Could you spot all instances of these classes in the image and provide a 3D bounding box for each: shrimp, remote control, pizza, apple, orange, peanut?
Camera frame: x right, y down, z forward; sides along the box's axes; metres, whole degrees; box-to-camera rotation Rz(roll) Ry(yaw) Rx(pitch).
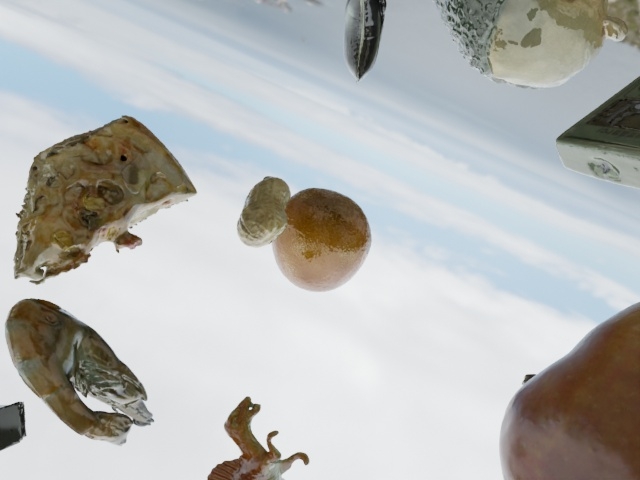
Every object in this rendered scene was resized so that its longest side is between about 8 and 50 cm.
[{"bbox_3d":[-0.248,0.161,0.798,0.254,0.059,0.145,59,-177,-33],"label":"shrimp"},{"bbox_3d":[0.340,-0.145,0.620,0.038,0.285,0.123,58,170,-27],"label":"remote control"},{"bbox_3d":[-0.330,-0.059,1.045,0.189,0.297,0.071,58,152,-9],"label":"pizza"},{"bbox_3d":[0.316,0.198,0.613,0.288,0.288,0.317,13,-160,-45],"label":"apple"},{"bbox_3d":[0.000,0.000,1.399,0.206,0.206,0.206,23,-169,-5],"label":"orange"},{"bbox_3d":[-0.088,-0.048,1.191,0.080,0.080,0.174,23,-143,-6],"label":"peanut"}]

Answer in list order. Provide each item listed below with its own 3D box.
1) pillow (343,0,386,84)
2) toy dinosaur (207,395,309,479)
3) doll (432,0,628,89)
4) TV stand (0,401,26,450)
[{"bbox_3d":[0.057,-0.290,1.004,0.055,0.135,0.091,-4,-154,-20],"label":"pillow"},{"bbox_3d":[-0.083,0.302,0.841,0.142,0.212,0.057,31,-174,-1],"label":"toy dinosaur"},{"bbox_3d":[0.263,-0.372,0.991,0.247,0.247,0.349,17,-143,-34],"label":"doll"},{"bbox_3d":[-0.415,0.168,0.801,0.257,0.048,0.040,9,-165,35],"label":"TV stand"}]
